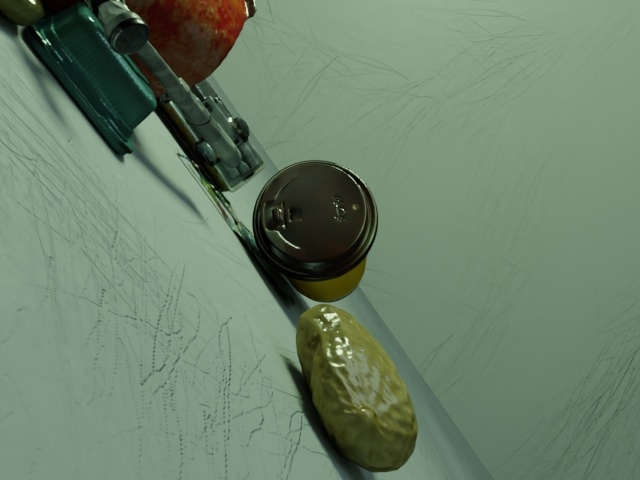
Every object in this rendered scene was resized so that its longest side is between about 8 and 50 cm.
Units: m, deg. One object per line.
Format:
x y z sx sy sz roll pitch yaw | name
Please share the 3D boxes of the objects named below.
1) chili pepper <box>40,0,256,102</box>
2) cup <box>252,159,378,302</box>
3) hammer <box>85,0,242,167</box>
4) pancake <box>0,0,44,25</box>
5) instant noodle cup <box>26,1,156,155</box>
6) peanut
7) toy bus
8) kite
-0.263 -0.326 1.411 0.305 0.229 0.251 31 22 -55 | chili pepper
0.000 0.000 1.788 0.196 0.196 0.280 57 -6 20 | cup
-0.178 -0.184 1.338 0.152 0.044 0.427 54 0 30 | hammer
-0.384 -0.349 1.126 0.294 0.049 0.294 58 5 -7 | pancake
-0.255 -0.197 1.276 0.179 0.070 0.157 53 3 -23 | instant noodle cup
0.043 0.184 1.383 0.197 0.110 0.233 54 3 -23 | peanut
-0.198 -0.203 1.783 0.268 0.092 0.106 54 -17 -11 | toy bus
-0.130 -0.025 1.757 0.310 0.015 0.169 55 2 -10 | kite
